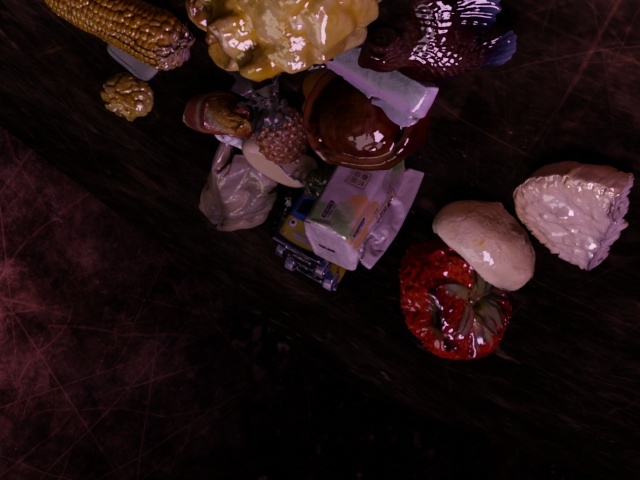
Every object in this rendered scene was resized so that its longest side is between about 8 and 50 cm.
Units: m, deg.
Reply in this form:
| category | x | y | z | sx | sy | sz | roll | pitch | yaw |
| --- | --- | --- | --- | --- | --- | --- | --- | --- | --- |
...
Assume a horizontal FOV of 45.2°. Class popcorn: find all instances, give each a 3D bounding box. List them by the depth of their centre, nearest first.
| category | x | y | z | sx | sy | sz | roll | pitch | yaw |
| --- | --- | --- | --- | --- | --- | --- | --- | --- | --- |
| popcorn | -0.042 | -0.310 | 0.964 | 0.215 | 0.252 | 0.286 | 39 | 171 | -14 |
| popcorn | -0.454 | -0.337 | 1.812 | 0.121 | 0.116 | 0.106 | -8 | 179 | -13 |

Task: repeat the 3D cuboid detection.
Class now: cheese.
| category | x | y | z | sx | sy | sz | roll | pitch | yaw |
| --- | --- | --- | --- | --- | --- | --- | --- | --- | --- |
| cheese | -0.128 | -0.192 | 1.726 | 0.249 | 0.070 | 0.163 | 14 | 156 | 43 |

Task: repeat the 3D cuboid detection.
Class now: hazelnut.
| category | x | y | z | sx | sy | sz | roll | pitch | yaw |
| --- | --- | --- | --- | --- | --- | --- | --- | --- | --- |
| hazelnut | 0.072 | -0.191 | 1.218 | 0.202 | 0.170 | 0.160 | -1 | 155 | 7 |

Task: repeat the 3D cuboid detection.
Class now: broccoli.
| category | x | y | z | sx | sy | sz | roll | pitch | yaw |
| --- | --- | --- | --- | --- | --- | --- | --- | --- | --- |
| broccoli | 0.026 | -0.105 | 1.630 | 0.131 | 0.120 | 0.130 | 25 | 166 | -9 |

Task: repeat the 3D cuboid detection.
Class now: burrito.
| category | x | y | z | sx | sy | sz | roll | pitch | yaw |
| --- | --- | --- | --- | --- | --- | --- | --- | --- | --- |
| burrito | -0.216 | -0.125 | 1.968 | 0.190 | 0.135 | 0.332 | 38 | 159 | 1 |

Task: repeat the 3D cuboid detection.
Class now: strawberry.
| category | x | y | z | sx | sy | sz | roll | pitch | yaw |
| --- | --- | --- | --- | --- | --- | --- | --- | --- | --- |
| strawberry | 0.270 | 0.119 | 1.644 | 0.261 | 0.261 | 0.258 | 40 | 157 | -25 |

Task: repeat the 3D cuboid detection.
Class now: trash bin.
| category | x | y | z | sx | sy | sz | roll | pitch | yaw |
| --- | --- | --- | --- | --- | --- | --- | --- | --- | --- |
| trash bin | -0.374 | -0.397 | 1.592 | 0.116 | 0.059 | 0.130 | 37 | 161 | -19 |

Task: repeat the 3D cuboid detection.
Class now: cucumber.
| category | x | y | z | sx | sy | sz | roll | pitch | yaw |
| --- | --- | --- | --- | --- | --- | --- | --- | --- | --- |
| cucumber | -0.082 | -0.062 | 2.009 | 0.081 | 0.072 | 0.303 | 32 | 162 | -1 |

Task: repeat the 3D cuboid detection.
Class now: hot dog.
| category | x | y | z | sx | sy | sz | roll | pitch | yaw |
| --- | --- | --- | --- | --- | --- | --- | --- | --- | --- |
| hot dog | 0.009 | -0.257 | 1.339 | 0.090 | 0.060 | 0.140 | 45 | 161 | -27 |
| hot dog | -0.210 | -0.267 | 1.604 | 0.123 | 0.093 | 0.262 | 3 | -172 | -39 |

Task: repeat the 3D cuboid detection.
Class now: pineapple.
| category | x | y | z | sx | sy | sz | roll | pitch | yaw |
| --- | --- | --- | --- | --- | --- | --- | --- | --- | --- |
| pineapple | -0.091 | -0.255 | 1.438 | 0.119 | 0.130 | 0.277 | 56 | 177 | 27 |

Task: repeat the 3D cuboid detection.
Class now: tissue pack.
| category | x | y | z | sx | sy | sz | roll | pitch | yaw |
| --- | --- | --- | --- | --- | --- | --- | --- | --- | --- |
| tissue pack | 0.090 | -0.069 | 1.437 | 0.145 | 0.229 | 0.159 | 24 | 161 | 18 |

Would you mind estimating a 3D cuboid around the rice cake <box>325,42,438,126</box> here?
| category | x | y | z | sx | sy | sz | roll | pitch | yaw |
| --- | --- | --- | --- | --- | --- | --- | --- | --- | --- |
| rice cake | 0.055 | -0.254 | 1.142 | 0.290 | 0.081 | 0.051 | 37 | -155 | 35 |

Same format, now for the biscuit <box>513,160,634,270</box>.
| category | x | y | z | sx | sy | sz | roll | pitch | yaw |
| --- | --- | --- | --- | --- | --- | --- | --- | --- | --- |
| biscuit | 0.399 | -0.041 | 1.245 | 0.179 | 0.084 | 0.281 | 22 | 161 | 25 |

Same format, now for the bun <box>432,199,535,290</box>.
| category | x | y | z | sx | sy | sz | roll | pitch | yaw |
| --- | --- | --- | --- | --- | --- | --- | --- | --- | --- |
| bun | 0.319 | -0.005 | 1.437 | 0.222 | 0.127 | 0.222 | 36 | -168 | -9 |

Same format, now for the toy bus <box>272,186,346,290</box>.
| category | x | y | z | sx | sy | sz | roll | pitch | yaw |
| --- | --- | --- | --- | --- | --- | --- | --- | --- | --- |
| toy bus | 0.000 | 0.000 | 1.823 | 0.138 | 0.175 | 0.287 | 28 | 170 | 15 |

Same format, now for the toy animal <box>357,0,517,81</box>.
| category | x | y | z | sx | sy | sz | roll | pitch | yaw |
| --- | --- | --- | --- | --- | --- | --- | --- | --- | --- |
| toy animal | 0.145 | -0.242 | 0.964 | 0.116 | 0.180 | 0.218 | 57 | 165 | 6 |

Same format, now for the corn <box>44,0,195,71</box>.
| category | x | y | z | sx | sy | sz | roll | pitch | yaw |
| --- | --- | --- | --- | --- | --- | --- | --- | --- | --- |
| corn | -0.379 | -0.420 | 1.457 | 0.318 | 0.115 | 0.115 | 30 | 163 | 9 |
